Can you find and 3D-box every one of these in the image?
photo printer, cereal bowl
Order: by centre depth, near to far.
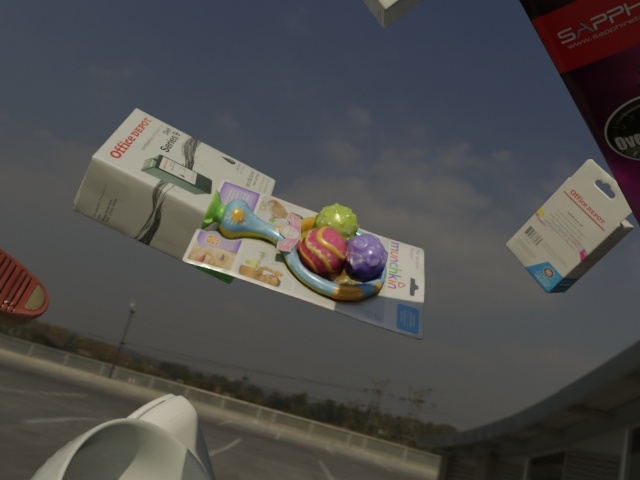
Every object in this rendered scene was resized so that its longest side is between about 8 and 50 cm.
[{"bbox_3d":[-0.235,0.391,0.676,0.141,0.339,0.339,-29,-30,10],"label":"cereal bowl"},{"bbox_3d":[-0.323,0.477,1.137,0.107,0.307,0.256,0,20,29],"label":"photo printer"}]

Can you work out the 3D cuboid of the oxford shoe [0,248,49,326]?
[{"bbox_3d":[-0.548,0.047,0.772,0.348,0.130,0.123,26,21,-17],"label":"oxford shoe"}]

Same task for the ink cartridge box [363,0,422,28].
[{"bbox_3d":[0.092,-0.440,0.834,0.203,0.148,0.086,55,6,2],"label":"ink cartridge box"}]

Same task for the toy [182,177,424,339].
[{"bbox_3d":[0.000,0.000,0.577,0.237,0.137,0.056,17,-49,-3],"label":"toy"}]

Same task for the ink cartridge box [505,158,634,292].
[{"bbox_3d":[0.381,-0.019,0.866,0.062,0.104,0.181,4,-48,-42],"label":"ink cartridge box"}]

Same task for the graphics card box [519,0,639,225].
[{"bbox_3d":[0.269,-0.126,0.333,0.233,0.094,0.371,-18,-47,36],"label":"graphics card box"}]

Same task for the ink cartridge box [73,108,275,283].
[{"bbox_3d":[-0.244,-0.082,1.018,0.289,0.211,0.121,26,-58,-13],"label":"ink cartridge box"}]
